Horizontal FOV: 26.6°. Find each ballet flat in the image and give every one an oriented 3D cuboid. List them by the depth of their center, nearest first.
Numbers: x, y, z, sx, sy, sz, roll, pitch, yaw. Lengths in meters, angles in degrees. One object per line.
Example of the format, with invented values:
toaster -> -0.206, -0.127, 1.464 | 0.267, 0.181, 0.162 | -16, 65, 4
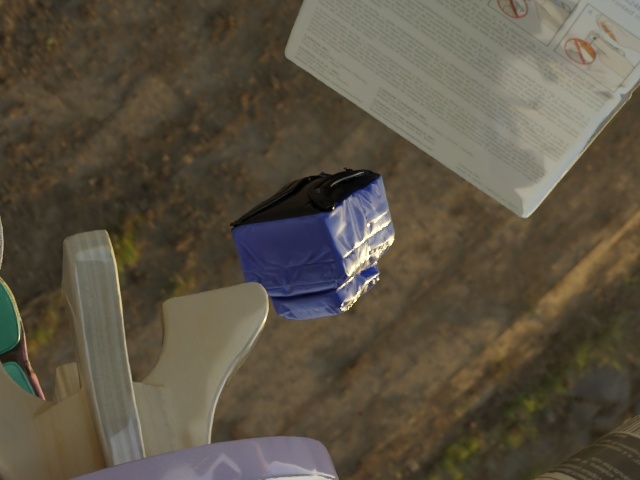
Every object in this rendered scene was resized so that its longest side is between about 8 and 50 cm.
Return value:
ballet flat -> -0.392, 0.144, 1.663 | 0.077, 0.221, 0.079 | -21, -177, -16

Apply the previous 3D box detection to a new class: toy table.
toy table -> -0.140, 0.122, 0.854 | 0.274, 0.161, 0.252 | -6, 151, -29

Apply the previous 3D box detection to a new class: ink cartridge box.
ink cartridge box -> 0.151, -0.214, 1.248 | 0.091, 0.308, 0.385 | -53, 176, -31

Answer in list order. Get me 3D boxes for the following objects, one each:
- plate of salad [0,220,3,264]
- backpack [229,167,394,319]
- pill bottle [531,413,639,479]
plate of salad -> -0.371, 0.004, 1.161 | 0.200, 0.200, 0.048 | -38, 179, -4
backpack -> 0.000, 0.000, 1.048 | 0.120, 0.098, 0.101 | -43, 125, -55
pill bottle -> 0.265, 0.329, 1.354 | 0.361, 0.204, 0.204 | -26, 145, -24
